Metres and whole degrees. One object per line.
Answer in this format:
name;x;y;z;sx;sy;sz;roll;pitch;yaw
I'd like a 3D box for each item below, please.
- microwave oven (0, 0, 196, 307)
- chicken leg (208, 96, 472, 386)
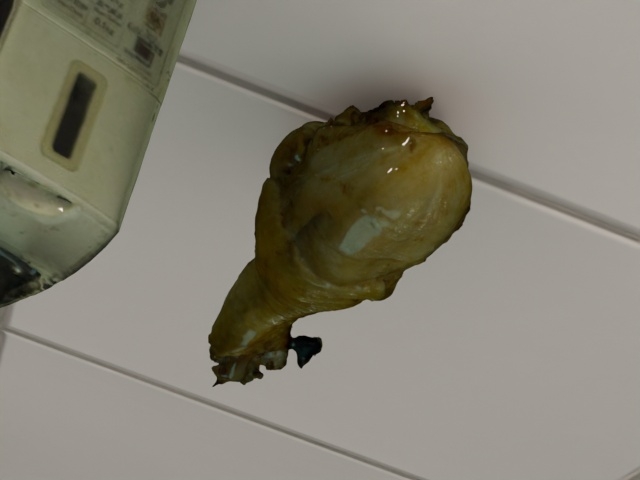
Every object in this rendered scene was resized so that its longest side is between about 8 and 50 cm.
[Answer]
microwave oven;-0.286;-0.129;0.629;0.394;0.247;0.333;32;149;-27
chicken leg;0.000;0.000;0.840;0.088;0.103;0.227;-4;152;-37
